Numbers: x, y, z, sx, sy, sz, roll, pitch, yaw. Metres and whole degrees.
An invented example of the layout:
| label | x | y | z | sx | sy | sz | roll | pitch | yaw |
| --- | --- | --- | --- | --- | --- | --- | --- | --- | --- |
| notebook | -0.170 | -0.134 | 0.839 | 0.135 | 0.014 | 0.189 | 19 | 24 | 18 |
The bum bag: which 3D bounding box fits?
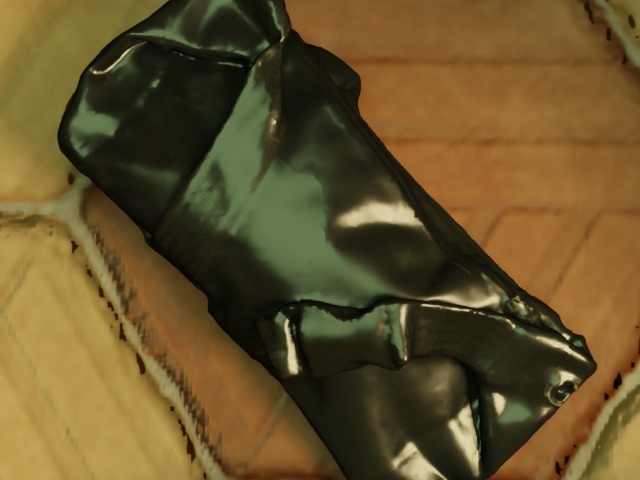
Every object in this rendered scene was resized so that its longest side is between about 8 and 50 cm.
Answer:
| label | x | y | z | sx | sy | sz | roll | pitch | yaw |
| --- | --- | --- | --- | --- | --- | --- | --- | --- | --- |
| bum bag | 0.000 | 0.000 | 0.762 | 0.123 | 0.060 | 0.248 | -42 | 84 | -2 |
